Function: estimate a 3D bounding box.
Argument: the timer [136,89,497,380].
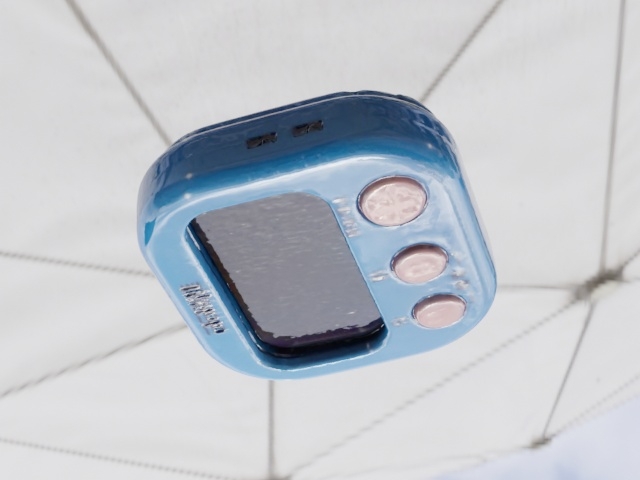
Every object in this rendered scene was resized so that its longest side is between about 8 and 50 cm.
[{"bbox_3d":[0.000,0.000,1.416,0.309,0.340,0.115,-14,-130,10],"label":"timer"}]
